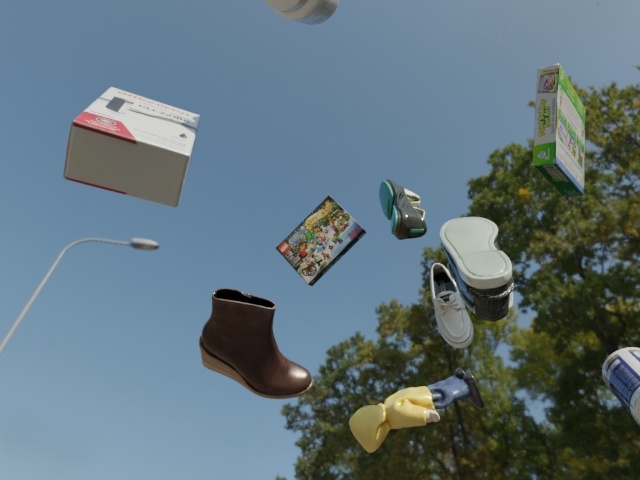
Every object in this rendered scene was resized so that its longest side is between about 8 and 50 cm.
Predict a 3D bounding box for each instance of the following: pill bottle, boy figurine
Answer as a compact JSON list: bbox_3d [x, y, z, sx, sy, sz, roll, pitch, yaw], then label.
[{"bbox_3d":[-0.045,-0.544,1.009,0.131,0.229,0.131,6,-68,14],"label":"pill bottle"},{"bbox_3d":[0.204,0.367,1.007,0.285,0.092,0.177,-22,-4,-8],"label":"boy figurine"},{"bbox_3d":[0.377,0.175,0.527,0.067,0.120,0.067,2,-77,9],"label":"pill bottle"}]

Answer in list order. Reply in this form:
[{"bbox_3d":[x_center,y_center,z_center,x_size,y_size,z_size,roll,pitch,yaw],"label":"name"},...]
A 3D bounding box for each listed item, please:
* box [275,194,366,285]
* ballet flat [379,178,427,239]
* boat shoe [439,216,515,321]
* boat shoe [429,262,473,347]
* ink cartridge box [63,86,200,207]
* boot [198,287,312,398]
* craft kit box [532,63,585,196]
[{"bbox_3d":[0.000,0.000,1.407,0.233,0.159,0.044,-45,-21,2],"label":"box"},{"bbox_3d":[0.215,-0.077,1.211,0.096,0.280,0.095,5,-60,-4],"label":"ballet flat"},{"bbox_3d":[0.286,0.039,0.869,0.114,0.302,0.091,-6,-68,16],"label":"boat shoe"},{"bbox_3d":[0.352,0.176,1.302,0.095,0.258,0.084,-23,-47,11],"label":"boat shoe"},{"bbox_3d":[-0.355,-0.193,0.925,0.197,0.273,0.114,15,-65,-18],"label":"ink cartridge box"},{"bbox_3d":[-0.113,0.206,0.914,0.248,0.090,0.207,17,-55,-5],"label":"boot"},{"bbox_3d":[0.593,-0.260,1.149,0.061,0.247,0.250,1,-13,43],"label":"craft kit box"}]
